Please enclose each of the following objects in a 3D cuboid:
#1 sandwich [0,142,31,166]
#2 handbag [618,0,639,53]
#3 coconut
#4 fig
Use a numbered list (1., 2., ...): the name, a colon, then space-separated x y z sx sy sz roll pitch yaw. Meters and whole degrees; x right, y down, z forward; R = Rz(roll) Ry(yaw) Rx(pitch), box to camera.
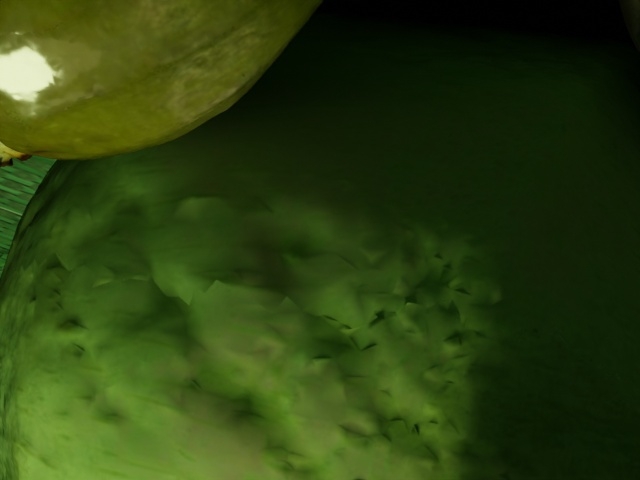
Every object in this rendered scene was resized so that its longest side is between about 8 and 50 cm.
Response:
1. sandwich: -0.172 -0.098 0.725 0.186 0.065 0.214 21 163 -23
2. handbag: 0.218 -0.015 0.543 0.270 0.117 0.182 29 -177 -40
3. coconut: 0.043 0.070 0.632 0.328 0.328 0.281 7 -177 28
4. fig: -0.051 -0.112 0.521 0.126 0.133 0.185 37 119 -18
